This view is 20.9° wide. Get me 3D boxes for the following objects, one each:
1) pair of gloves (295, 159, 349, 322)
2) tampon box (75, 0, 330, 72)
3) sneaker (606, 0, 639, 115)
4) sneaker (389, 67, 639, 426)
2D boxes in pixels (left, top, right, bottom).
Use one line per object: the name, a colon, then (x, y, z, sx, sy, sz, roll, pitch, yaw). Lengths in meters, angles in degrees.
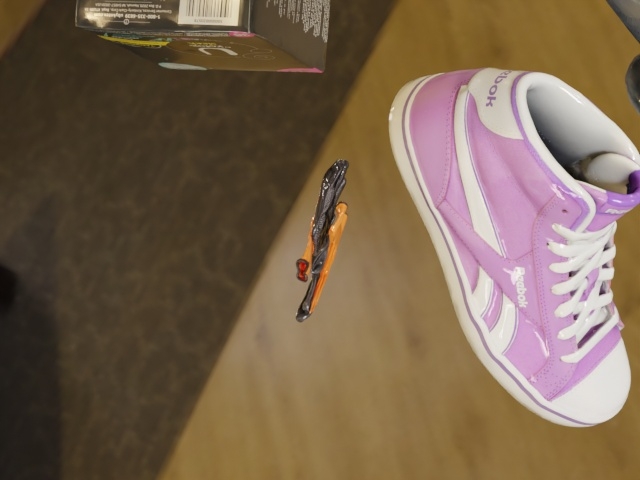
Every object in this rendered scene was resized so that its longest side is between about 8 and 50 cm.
pair of gloves: (0.000, 0.000, 0.928, 0.083, 0.010, 0.074, 89, -161, -61)
tampon box: (-0.072, -0.171, 1.131, 0.120, 0.161, 0.101, 4, 87, 17)
sneaker: (0.230, -0.146, 0.631, 0.323, 0.236, 0.130, -40, -14, -31)
sneaker: (0.162, 0.013, 1.144, 0.161, 0.282, 0.102, -2, 36, 52)
